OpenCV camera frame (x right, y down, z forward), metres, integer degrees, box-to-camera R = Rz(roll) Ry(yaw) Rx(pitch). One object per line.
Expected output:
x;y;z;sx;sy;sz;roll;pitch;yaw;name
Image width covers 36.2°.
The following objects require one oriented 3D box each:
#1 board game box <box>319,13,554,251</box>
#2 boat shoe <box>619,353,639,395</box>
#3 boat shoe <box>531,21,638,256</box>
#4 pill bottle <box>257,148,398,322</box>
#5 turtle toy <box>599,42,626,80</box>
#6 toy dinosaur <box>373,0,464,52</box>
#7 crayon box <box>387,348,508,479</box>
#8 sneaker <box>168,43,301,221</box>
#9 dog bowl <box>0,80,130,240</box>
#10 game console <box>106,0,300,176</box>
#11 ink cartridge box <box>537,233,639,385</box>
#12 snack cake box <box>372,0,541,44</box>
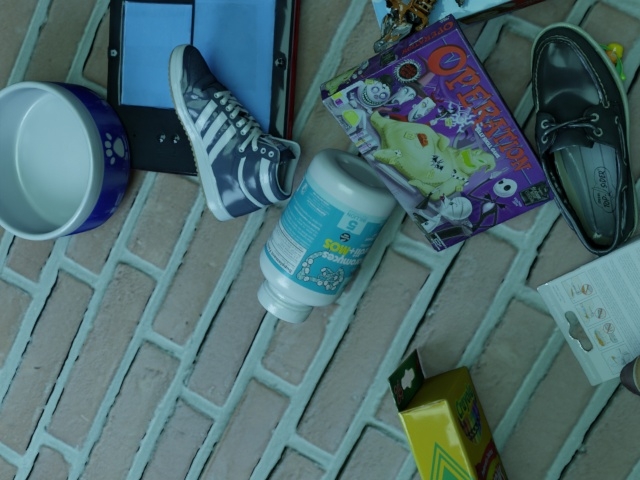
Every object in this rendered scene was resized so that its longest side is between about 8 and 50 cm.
0.176;-0.139;1.397;0.208;0.056;0.347;-29;129;16;board game box
0.597;0.219;1.394;0.342;0.123;0.123;9;74;-3;boat shoe
0.364;-0.132;1.374;0.127;0.113;0.340;-4;112;29;boat shoe
0.000;0.000;1.524;0.146;0.146;0.264;35;114;10;pill bottle
0.377;-0.248;1.419;0.130;0.066;0.095;14;101;15;turtle toy
0.105;-0.413;1.306;0.219;0.164;0.321;9;84;-7;toy dinosaur
0.207;0.323;1.478;0.081;0.202;0.318;-20;92;19;crayon box
-0.127;-0.178;1.510;0.153;0.099;0.282;-11;100;25;sneaker
-0.456;-0.136;1.658;0.265;0.104;0.264;4;99;27;dog bowl
-0.199;-0.297;1.600;0.342;0.060;0.386;7;99;16;game console
0.465;0.097;1.458;0.225;0.056;0.181;-30;88;37;ink cartridge box
0.218;-0.362;1.409;0.264;0.152;0.089;-16;92;19;snack cake box
